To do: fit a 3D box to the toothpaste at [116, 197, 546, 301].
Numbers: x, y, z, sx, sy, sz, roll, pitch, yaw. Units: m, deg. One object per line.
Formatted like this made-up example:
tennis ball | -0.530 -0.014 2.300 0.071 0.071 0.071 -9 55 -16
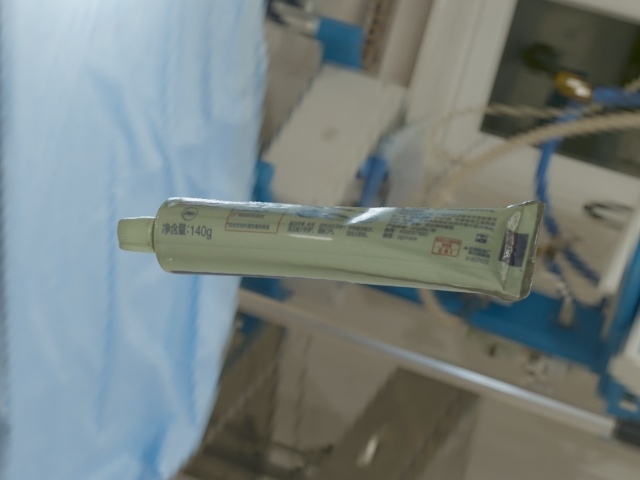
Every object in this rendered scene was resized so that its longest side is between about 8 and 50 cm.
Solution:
toothpaste | 0.000 0.000 1.095 0.069 0.268 0.047 -46 135 -64
